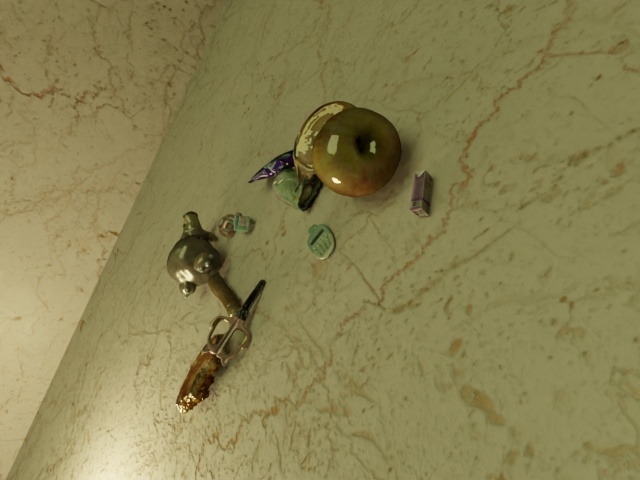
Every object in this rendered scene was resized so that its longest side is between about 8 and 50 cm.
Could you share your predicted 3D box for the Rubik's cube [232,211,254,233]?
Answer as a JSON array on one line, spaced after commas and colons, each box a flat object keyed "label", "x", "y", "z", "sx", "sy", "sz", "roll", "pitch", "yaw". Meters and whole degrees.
[{"label": "Rubik's cube", "x": -0.314, "y": -0.068, "z": 1.840, "sx": 0.075, "sy": 0.084, "sz": 0.073, "roll": -68, "pitch": 16, "yaw": -2}]

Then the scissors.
[{"label": "scissors", "x": -0.281, "y": 0.271, "z": 1.582, "sx": 0.318, "sy": 0.160, "sz": 0.024, "roll": -57, "pitch": -8, "yaw": -16}]

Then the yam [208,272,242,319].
[{"label": "yam", "x": -0.357, "y": 0.214, "z": 1.726, "sx": 0.066, "sy": 0.066, "sz": 0.299, "roll": -59, "pitch": 37, "yaw": 4}]

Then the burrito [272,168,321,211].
[{"label": "burrito", "x": -0.098, "y": -0.195, "z": 1.653, "sx": 0.228, "sy": 0.089, "sz": 0.144, "roll": 23, "pitch": 83, "yaw": 50}]

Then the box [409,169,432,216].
[{"label": "box", "x": 0.268, "y": -0.124, "z": 1.209, "sx": 0.036, "sy": 0.050, "sz": 0.117, "roll": -7, "pitch": 62, "yaw": 39}]

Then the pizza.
[{"label": "pizza", "x": -0.411, "y": 0.473, "z": 1.614, "sx": 0.306, "sy": 0.085, "sz": 0.161, "roll": -61, "pitch": 26, "yaw": -9}]

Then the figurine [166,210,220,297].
[{"label": "figurine", "x": -0.539, "y": 0.038, "z": 1.930, "sx": 0.248, "sy": 0.203, "sz": 0.381, "roll": -47, "pitch": 39, "yaw": 26}]

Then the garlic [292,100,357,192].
[{"label": "garlic", "x": -0.001, "y": -0.335, "z": 1.541, "sx": 0.338, "sy": 0.151, "sz": 0.196, "roll": -40, "pitch": 41, "yaw": 13}]

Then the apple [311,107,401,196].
[{"label": "apple", "x": 0.101, "y": -0.250, "z": 1.336, "sx": 0.234, "sy": 0.256, "sz": 0.257, "roll": 138, "pitch": 152, "yaw": -79}]

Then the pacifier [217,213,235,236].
[{"label": "pacifier", "x": -0.395, "y": -0.067, "z": 1.939, "sx": 0.100, "sy": 0.081, "sz": 0.078, "roll": -62, "pitch": 9, "yaw": 0}]

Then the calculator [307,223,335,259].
[{"label": "calculator", "x": 0.000, "y": 0.000, "z": 1.471, "sx": 0.095, "sy": 0.021, "sz": 0.153, "roll": -51, "pitch": 40, "yaw": 15}]

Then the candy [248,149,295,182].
[{"label": "candy", "x": -0.163, "y": -0.290, "z": 1.775, "sx": 0.275, "sy": 0.070, "sz": 0.145, "roll": -15, "pitch": 16, "yaw": 43}]
